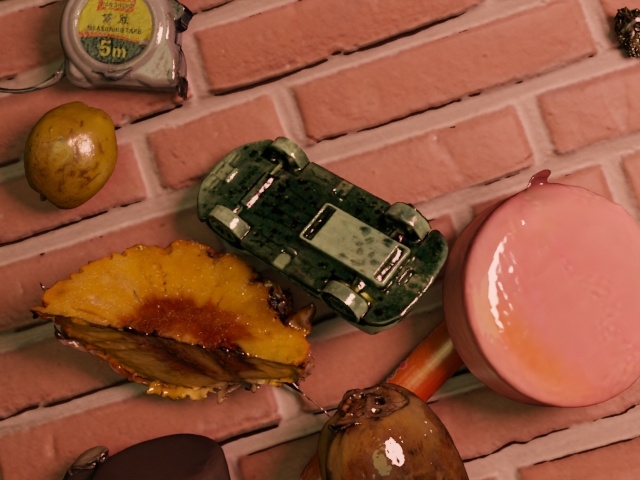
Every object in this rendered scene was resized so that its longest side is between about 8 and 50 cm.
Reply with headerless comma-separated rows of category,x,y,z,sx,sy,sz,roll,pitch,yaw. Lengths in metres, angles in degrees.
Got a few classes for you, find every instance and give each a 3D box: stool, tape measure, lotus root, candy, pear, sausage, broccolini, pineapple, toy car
stool,-0.188,0.305,1.080,0.153,0.228,0.139,-20,108,-36
tape measure,-0.322,-0.253,1.150,0.330,0.084,0.164,6,84,5
lotus root,0.091,0.292,1.011,0.160,0.152,0.274,-23,111,-17
candy,0.255,0.054,1.030,0.255,0.094,0.255,2,81,-14
pear,-0.301,-0.103,1.129,0.107,0.107,0.131,31,86,7
sausage,0.095,0.178,1.090,0.053,0.053,0.348,44,91,7
broccolini,0.455,-0.302,1.089,0.254,0.057,0.071,-38,126,5
pineapple,-0.143,0.095,1.098,0.335,0.158,0.161,5,47,2
toy car,0.000,0.000,1.076,0.306,0.125,0.136,29,69,28
